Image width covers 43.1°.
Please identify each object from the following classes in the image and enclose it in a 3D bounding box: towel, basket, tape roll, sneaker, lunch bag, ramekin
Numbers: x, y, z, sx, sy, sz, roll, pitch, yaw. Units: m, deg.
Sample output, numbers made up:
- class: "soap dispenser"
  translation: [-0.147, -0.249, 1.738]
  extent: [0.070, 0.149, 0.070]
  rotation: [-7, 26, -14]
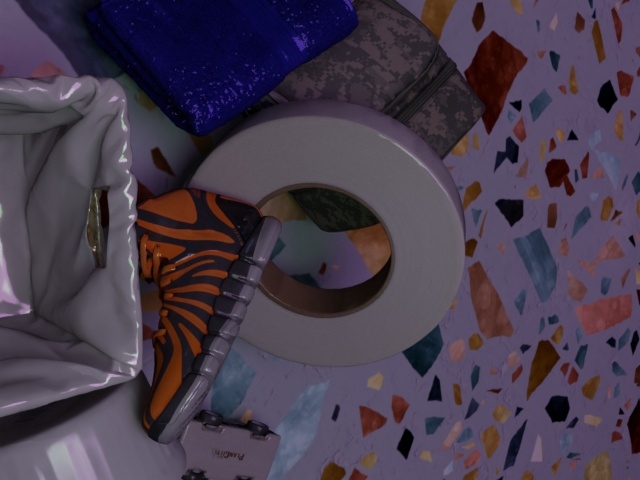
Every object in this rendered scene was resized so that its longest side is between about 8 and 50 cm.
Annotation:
- class: "towel"
  translation: [-0.119, -0.295, 1.052]
  extent: [0.227, 0.076, 0.308]
  rotation: [45, 65, 7]
- class: "basket"
  translation: [-0.389, -0.003, 0.844]
  extent: [0.331, 0.266, 0.328]
  rotation: [-9, 104, -35]
- class: "tape roll"
  translation: [0.000, 0.000, 1.097]
  extent: [0.072, 0.392, 0.392]
  rotation: [-72, 144, -58]
- class: "sneaker"
  translation: [-0.180, 0.072, 0.963]
  extent: [0.180, 0.124, 0.321]
  rotation: [24, 54, -4]
- class: "lunch bag"
  translation: [0.052, -0.192, 1.196]
  extent: [0.305, 0.212, 0.256]
  rotation: [-45, 105, -23]
- class: "ramekin"
  translation: [-0.311, 0.249, 0.953]
  extent: [0.277, 0.277, 0.135]
  rotation: [-24, 104, -32]

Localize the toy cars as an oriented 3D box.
- class: "toy cars"
  translation: [-0.232, 0.345, 1.146]
  extent: [0.394, 0.087, 0.176]
  rotation: [-28, 119, -34]
